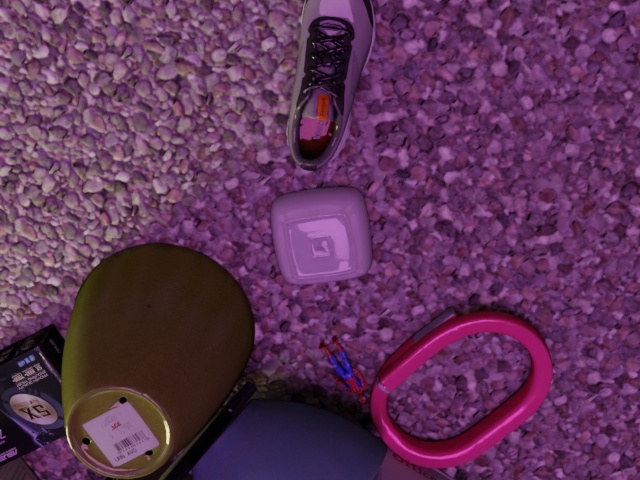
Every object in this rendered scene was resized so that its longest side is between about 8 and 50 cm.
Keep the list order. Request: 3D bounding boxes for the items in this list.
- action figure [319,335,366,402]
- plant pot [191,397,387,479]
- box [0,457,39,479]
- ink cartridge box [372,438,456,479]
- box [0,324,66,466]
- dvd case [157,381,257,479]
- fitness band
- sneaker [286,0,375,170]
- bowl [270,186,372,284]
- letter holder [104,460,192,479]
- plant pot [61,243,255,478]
[{"bbox_3d":[0.039,0.199,1.507,0.038,0.030,0.115,-29,110,8],"label":"action figure"},{"bbox_3d":[-0.071,0.344,1.450,0.195,0.290,0.290,41,108,3],"label":"plant pot"},{"bbox_3d":[-0.515,0.428,1.554,0.127,0.148,0.232,-29,107,14],"label":"box"},{"bbox_3d":[0.142,0.468,1.460,0.223,0.307,0.129,32,112,-11],"label":"ink cartridge box"},{"bbox_3d":[-0.448,0.236,1.512,0.180,0.077,0.147,-25,109,11],"label":"box"},{"bbox_3d":[-0.192,0.311,1.371,0.022,0.253,0.180,42,126,2],"label":"dvd case"},{"bbox_3d":[0.208,0.221,1.495,0.291,0.054,0.209,-42,105,18],"label":"fitness band"},{"bbox_3d":[0.013,-0.216,1.299,0.100,0.108,0.271,9,111,1],"label":"sneaker"},{"bbox_3d":[0.000,0.000,1.415,0.142,0.053,0.142,-7,111,6],"label":"bowl"},{"bbox_3d":[-0.253,0.482,1.483,0.214,0.302,0.152,34,109,-11],"label":"letter holder"},{"bbox_3d":[-0.239,0.184,1.368,0.275,0.293,0.274,1,112,2],"label":"plant pot"}]
